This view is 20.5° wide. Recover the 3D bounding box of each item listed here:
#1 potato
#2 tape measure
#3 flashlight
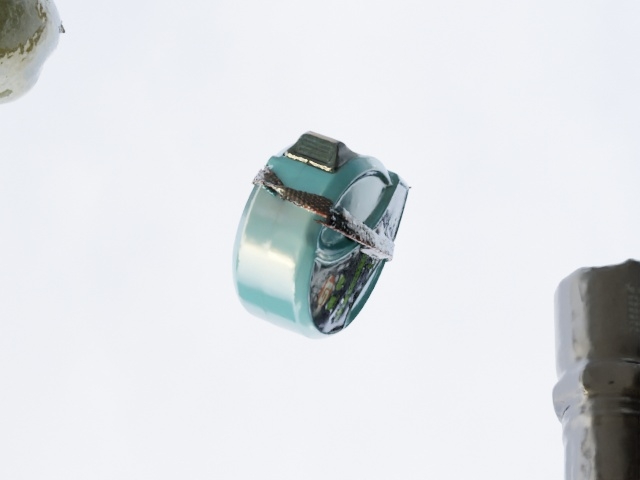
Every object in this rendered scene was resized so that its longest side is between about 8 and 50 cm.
[{"bbox_3d":[-0.323,-0.188,1.428,0.235,0.160,0.178,15,-112,-26],"label":"potato"},{"bbox_3d":[0.000,0.000,1.153,0.125,0.081,0.146,-67,-26,-3],"label":"tape measure"},{"bbox_3d":[0.216,0.204,1.262,0.103,0.103,0.424,21,-129,-21],"label":"flashlight"}]
